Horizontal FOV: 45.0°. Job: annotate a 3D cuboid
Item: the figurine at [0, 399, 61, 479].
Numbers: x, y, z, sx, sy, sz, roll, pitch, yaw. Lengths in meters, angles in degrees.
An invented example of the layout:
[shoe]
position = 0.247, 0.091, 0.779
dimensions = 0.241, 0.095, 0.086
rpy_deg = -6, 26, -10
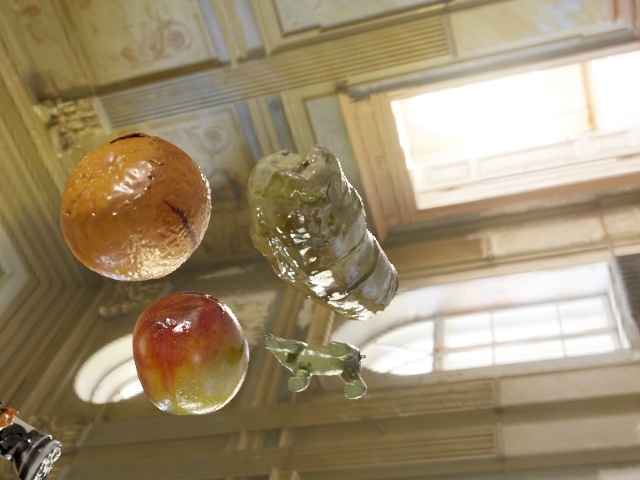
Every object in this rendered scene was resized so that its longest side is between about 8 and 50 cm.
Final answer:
[figurine]
position = -0.550, 0.361, 1.072
dimensions = 0.320, 0.196, 0.323
rpy_deg = 51, -121, -34

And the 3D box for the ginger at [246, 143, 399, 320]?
[ginger]
position = 0.000, 0.000, 0.831
dimensions = 0.116, 0.109, 0.263
rpy_deg = -53, -38, -14

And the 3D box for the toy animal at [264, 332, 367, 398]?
[toy animal]
position = -0.013, 0.216, 1.416
dimensions = 0.101, 0.218, 0.103
rpy_deg = -36, -54, -69

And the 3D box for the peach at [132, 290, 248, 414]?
[peach]
position = -0.242, 0.207, 1.429
dimensions = 0.231, 0.231, 0.231
rpy_deg = -9, -90, -74

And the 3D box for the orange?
[orange]
position = -0.229, -0.037, 0.971
dimensions = 0.161, 0.193, 0.193
rpy_deg = 55, -151, -43
